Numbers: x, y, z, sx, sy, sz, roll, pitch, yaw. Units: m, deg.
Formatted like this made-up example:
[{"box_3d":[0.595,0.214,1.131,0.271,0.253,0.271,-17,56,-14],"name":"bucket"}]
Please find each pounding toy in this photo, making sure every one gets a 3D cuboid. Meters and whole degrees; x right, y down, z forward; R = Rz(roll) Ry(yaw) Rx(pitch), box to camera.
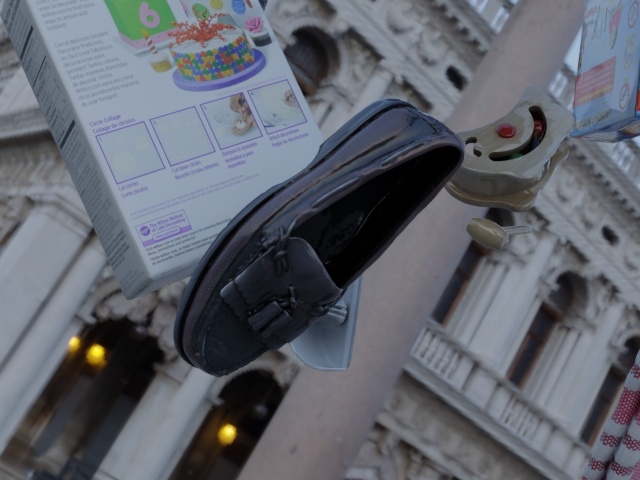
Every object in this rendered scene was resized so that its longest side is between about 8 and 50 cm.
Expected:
[{"box_3d":[0.271,-0.102,1.459,0.154,0.269,0.155,27,-33,23],"name":"pounding toy"}]

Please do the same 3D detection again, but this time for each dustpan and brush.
[{"box_3d":[-0.020,0.088,1.183,0.060,0.147,0.211,12,-11,-18],"name":"dustpan and brush"}]

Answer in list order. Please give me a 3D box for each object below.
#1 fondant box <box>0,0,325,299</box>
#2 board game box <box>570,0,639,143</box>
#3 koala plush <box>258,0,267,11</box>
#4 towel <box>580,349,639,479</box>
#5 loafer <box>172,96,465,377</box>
[{"box_3d":[-0.148,-0.137,0.974,0.096,0.238,0.331,-32,-99,60],"name":"fondant box"},{"box_3d":[0.512,-0.327,1.550,0.086,0.302,0.308,6,0,-3],"name":"board game box"},{"box_3d":[-0.195,-0.337,1.284,0.196,0.221,0.203,33,-18,2],"name":"koala plush"},{"box_3d":[0.174,0.077,0.417,0.029,0.144,0.197,44,-44,39],"name":"towel"},{"box_3d":[0.000,0.000,0.804,0.095,0.302,0.109,31,-15,50],"name":"loafer"}]
